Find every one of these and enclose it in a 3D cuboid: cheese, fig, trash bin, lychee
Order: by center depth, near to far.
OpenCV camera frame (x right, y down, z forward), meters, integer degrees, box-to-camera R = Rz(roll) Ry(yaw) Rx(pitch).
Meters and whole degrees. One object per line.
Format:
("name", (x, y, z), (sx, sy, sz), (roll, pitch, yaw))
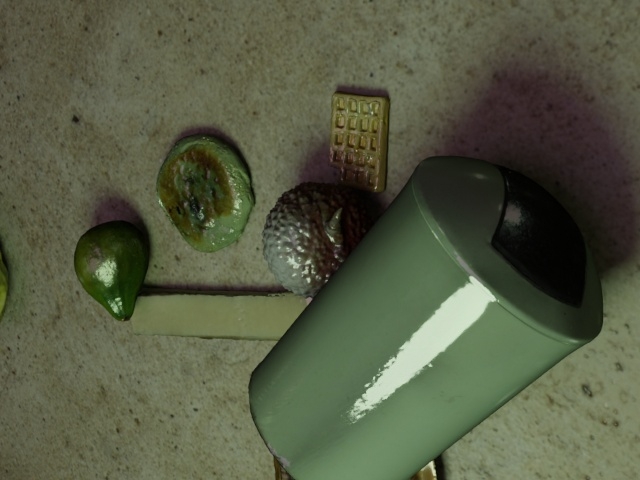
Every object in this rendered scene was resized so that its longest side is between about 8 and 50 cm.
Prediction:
("trash bin", (0.130, 0.104, 1.177), (0.280, 0.280, 0.432), (49, 118, 15))
("lychee", (0.000, 0.000, 1.322), (0.165, 0.165, 0.197), (69, 158, 1))
("cheese", (-0.156, 0.117, 1.539), (0.400, 0.034, 0.085), (-2, 103, 35))
("fig", (-0.335, 0.053, 1.579), (0.123, 0.123, 0.156), (-29, 71, 35))

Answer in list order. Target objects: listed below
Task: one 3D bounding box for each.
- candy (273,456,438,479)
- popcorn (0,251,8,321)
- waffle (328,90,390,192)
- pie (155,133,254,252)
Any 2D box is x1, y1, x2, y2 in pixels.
("candy", (0.047, 0.317, 1.411), (0.271, 0.101, 0.143), (1, 107, 28))
("popcorn", (-0.709, 0.069, 1.772), (0.293, 0.237, 0.293), (10, 110, 29))
("waffle", (0.052, -0.136, 1.347), (0.092, 0.021, 0.135), (12, 106, 30))
("pie", (-0.183, -0.072, 1.505), (0.186, 0.041, 0.187), (9, 107, 31))
